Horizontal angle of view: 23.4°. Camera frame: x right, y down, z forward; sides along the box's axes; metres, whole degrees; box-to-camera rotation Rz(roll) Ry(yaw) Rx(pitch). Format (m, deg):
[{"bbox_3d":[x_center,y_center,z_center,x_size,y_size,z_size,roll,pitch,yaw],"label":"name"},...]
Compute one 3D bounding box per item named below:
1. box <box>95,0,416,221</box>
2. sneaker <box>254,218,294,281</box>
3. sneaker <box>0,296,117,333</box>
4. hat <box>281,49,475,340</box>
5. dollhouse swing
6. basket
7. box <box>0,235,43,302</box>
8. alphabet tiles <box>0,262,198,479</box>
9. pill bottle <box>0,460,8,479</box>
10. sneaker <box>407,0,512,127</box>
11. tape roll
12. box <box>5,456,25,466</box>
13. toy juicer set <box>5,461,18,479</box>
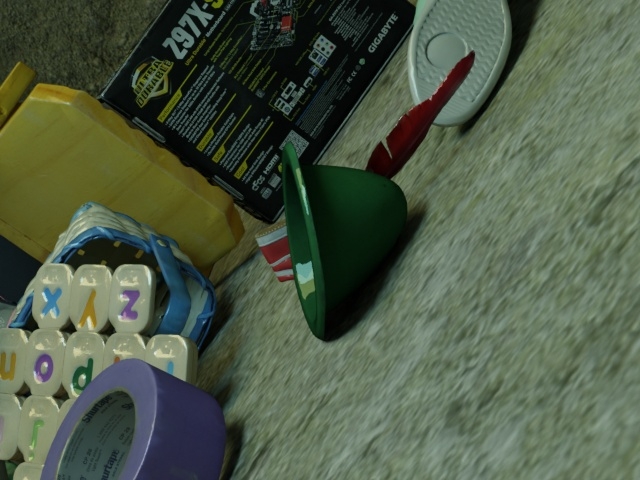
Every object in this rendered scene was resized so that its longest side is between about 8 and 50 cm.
[{"bbox_3d":[-0.073,-0.222,1.846,0.322,0.257,0.079,-55,13,-5],"label":"box"},{"bbox_3d":[0.000,0.000,1.541,0.118,0.067,0.042,-25,9,-8],"label":"sneaker"},{"bbox_3d":[-0.371,0.112,1.964,0.319,0.131,0.112,-10,-30,-40],"label":"sneaker"},{"bbox_3d":[0.068,-0.023,1.377,0.208,0.184,0.173,88,169,-46],"label":"hat"},{"bbox_3d":[-0.246,-0.103,1.929,0.305,0.347,0.315,-44,16,36],"label":"dollhouse swing"},{"bbox_3d":[-0.229,0.101,1.692,0.254,0.201,0.289,-54,22,18],"label":"basket"},{"bbox_3d":[-0.402,-0.007,2.316,0.182,0.296,0.294,-51,14,7],"label":"box"},{"bbox_3d":[-0.239,0.162,1.571,0.284,0.021,0.277,0,82,37],"label":"alphabet tiles"},{"bbox_3d":[-0.416,0.170,1.683,0.131,0.229,0.131,-10,15,3],"label":"pill bottle"},{"bbox_3d":[0.137,-0.195,1.501,0.151,0.094,0.255,87,-169,-63],"label":"sneaker"},{"bbox_3d":[-0.174,0.208,1.404,0.189,0.080,0.189,-36,38,34],"label":"tape roll"},{"bbox_3d":[-0.477,0.367,1.936,0.290,0.169,0.087,-51,16,4],"label":"box"},{"bbox_3d":[-0.375,0.326,1.778,0.089,0.209,0.329,55,-133,-61],"label":"toy juicer set"}]
